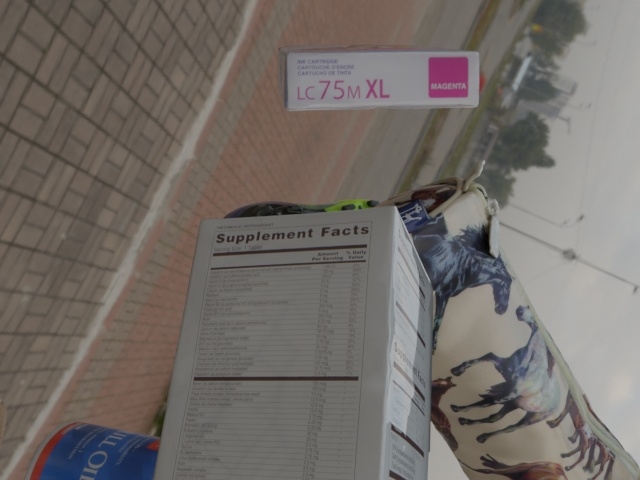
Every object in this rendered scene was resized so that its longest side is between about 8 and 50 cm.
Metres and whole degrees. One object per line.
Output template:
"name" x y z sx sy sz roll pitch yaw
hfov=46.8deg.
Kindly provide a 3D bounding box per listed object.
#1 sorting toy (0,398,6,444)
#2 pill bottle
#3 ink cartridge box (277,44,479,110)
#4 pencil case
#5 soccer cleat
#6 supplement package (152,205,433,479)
"sorting toy" -0.420 0.146 0.756 0.041 0.229 0.307 -48 -165 -15
"pill bottle" -0.177 0.263 0.753 0.124 0.221 0.124 5 90 -72
"ink cartridge box" 0.046 -0.189 0.833 0.311 0.186 0.065 -109 -162 -76
"pencil case" 0.182 0.129 0.783 0.183 0.410 0.160 -27 -173 36
"soccer cleat" 0.000 -0.001 0.923 0.121 0.289 0.093 -15 -105 53
"supplement package" -0.007 0.118 0.462 0.134 0.139 0.244 56 36 -58
